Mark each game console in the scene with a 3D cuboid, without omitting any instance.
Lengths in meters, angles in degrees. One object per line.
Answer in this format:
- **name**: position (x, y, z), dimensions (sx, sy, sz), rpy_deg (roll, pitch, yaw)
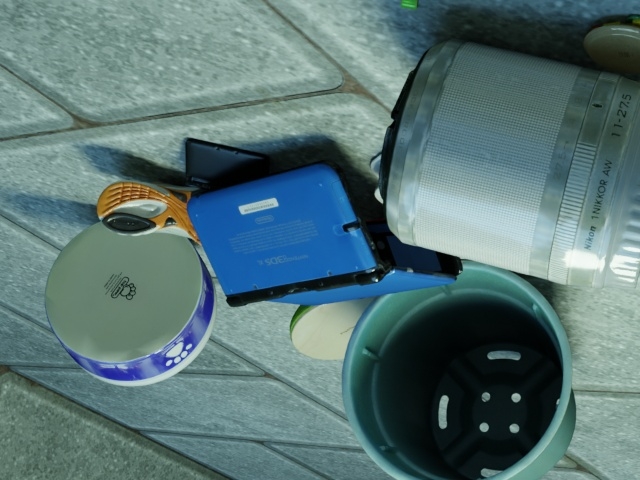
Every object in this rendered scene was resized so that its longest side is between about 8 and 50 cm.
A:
- **game console**: position (0.000, 0.000, 1.848), dimensions (0.293, 0.173, 0.250), rpy_deg (-12, 107, 42)
- **game console**: position (0.108, 0.012, 1.853), dimensions (0.144, 0.085, 0.124), rpy_deg (-5, 112, 45)
- **game console**: position (-0.124, -0.100, 1.858), dimensions (0.122, 0.071, 0.107), rpy_deg (14, -171, 10)

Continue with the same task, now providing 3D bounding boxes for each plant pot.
- **plant pot**: position (0.247, 0.238, 2.045), dimensions (0.341, 0.341, 0.334), rpy_deg (7, 166, 23)

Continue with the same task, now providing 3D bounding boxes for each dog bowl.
- **dog bowl**: position (-0.305, 0.095, 2.134), dimensions (0.264, 0.265, 0.104), rpy_deg (11, 157, 14)

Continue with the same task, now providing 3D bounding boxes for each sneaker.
- **sneaker**: position (-0.200, -0.046, 1.973), dimensions (0.262, 0.099, 0.121), rpy_deg (12, -173, -10)

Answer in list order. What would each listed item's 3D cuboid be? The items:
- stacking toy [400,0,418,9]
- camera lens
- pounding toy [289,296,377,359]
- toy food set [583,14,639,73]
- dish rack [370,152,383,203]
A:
- **stacking toy**: position (0.010, -0.265, 1.231), dimensions (0.166, 0.052, 0.221), rpy_deg (10, 168, 6)
- **camera lens**: position (0.211, -0.077, 1.353), dimensions (0.274, 0.219, 0.219), rpy_deg (15, 160, 13)
- **pounding toy**: position (0.058, 0.091, 2.120), dimensions (0.236, 0.110, 0.183), rpy_deg (-14, 144, -1)
- **toy food set**: position (0.300, -0.190, 1.296), dimensions (0.082, 0.020, 0.083), rpy_deg (-2, 152, 39)
- **dish rack**: position (0.228, -0.054, 1.631), dimensions (0.285, 0.072, 0.333), rpy_deg (22, 160, -15)
